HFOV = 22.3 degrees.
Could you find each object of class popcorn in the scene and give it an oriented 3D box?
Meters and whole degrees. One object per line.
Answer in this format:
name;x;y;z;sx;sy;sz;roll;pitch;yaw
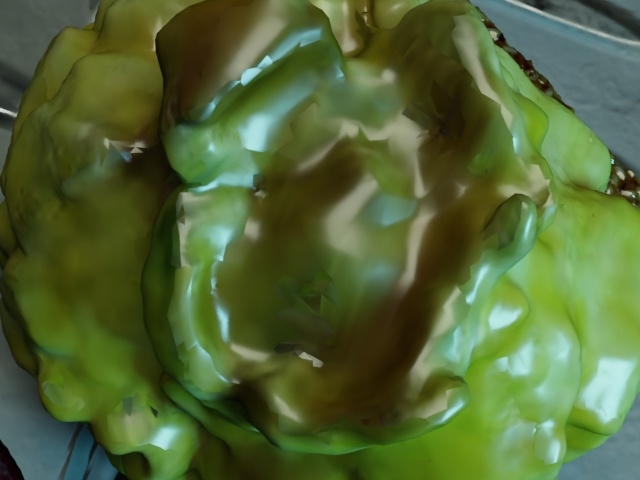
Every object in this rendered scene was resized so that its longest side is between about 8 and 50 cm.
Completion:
popcorn;0.000;0.000;0.655;0.258;0.270;0.224;7;55;43

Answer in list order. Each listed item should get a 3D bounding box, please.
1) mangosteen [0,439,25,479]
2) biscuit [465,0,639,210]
mangosteen;-0.184;0.138;0.585;0.216;0.216;0.216;4;65;-9
biscuit;0.047;-0.067;0.806;0.131;0.025;0.231;-38;78;-23
